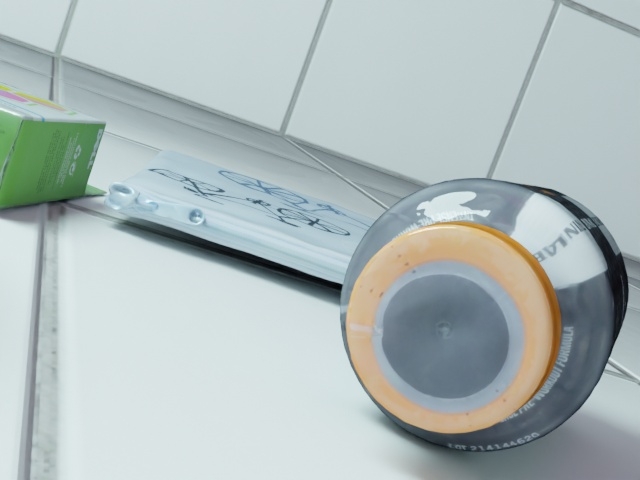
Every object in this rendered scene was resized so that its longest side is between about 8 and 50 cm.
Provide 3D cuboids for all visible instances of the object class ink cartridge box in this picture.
[{"bbox_3d":[-0.219,-0.073,0.721,0.109,0.062,0.209,20,8,5],"label":"ink cartridge box"}]

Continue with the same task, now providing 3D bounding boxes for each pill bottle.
[{"bbox_3d":[0.089,0.033,0.541,0.130,0.130,0.245,23,8,16],"label":"pill bottle"}]

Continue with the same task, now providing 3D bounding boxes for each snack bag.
[{"bbox_3d":[0.000,0.000,0.876,0.323,0.037,0.342,19,8,-5],"label":"snack bag"}]
